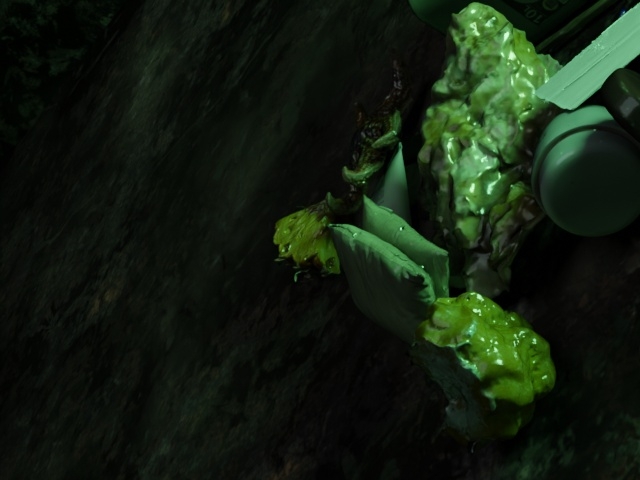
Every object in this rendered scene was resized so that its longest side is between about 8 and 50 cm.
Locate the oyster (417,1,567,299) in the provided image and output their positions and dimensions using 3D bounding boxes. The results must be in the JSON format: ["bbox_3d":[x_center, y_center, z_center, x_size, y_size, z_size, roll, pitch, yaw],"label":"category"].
[{"bbox_3d":[0.179,-0.093,1.817,0.238,0.114,0.351,-28,55,53],"label":"oyster"}]

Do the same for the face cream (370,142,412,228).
[{"bbox_3d":[0.081,-0.018,2.029,0.244,0.058,0.092,-89,22,-54],"label":"face cream"}]

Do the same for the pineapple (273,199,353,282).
[{"bbox_3d":[0.000,0.000,2.175,0.116,0.069,0.137,-53,33,6],"label":"pineapple"}]

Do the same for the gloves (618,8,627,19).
[{"bbox_3d":[0.316,-0.208,1.783,0.086,0.026,0.064,-58,21,10],"label":"gloves"}]

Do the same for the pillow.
[{"bbox_3d":[0.087,0.045,1.826,0.077,0.134,0.181,-24,31,-21],"label":"pillow"}]

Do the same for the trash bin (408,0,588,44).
[{"bbox_3d":[0.269,-0.383,1.910,0.343,0.158,0.223,-35,35,46],"label":"trash bin"}]

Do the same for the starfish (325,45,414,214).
[{"bbox_3d":[0.068,-0.133,2.136,0.216,0.071,0.238,-59,14,5],"label":"starfish"}]

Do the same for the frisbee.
[{"bbox_3d":[0.149,-0.134,2.063,0.187,0.012,0.211,-58,22,12],"label":"frisbee"}]

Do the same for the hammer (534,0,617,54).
[{"bbox_3d":[0.249,-0.215,1.921,0.292,0.029,0.058,-35,40,39],"label":"hammer"}]

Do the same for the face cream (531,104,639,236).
[{"bbox_3d":[0.261,-0.069,1.628,0.117,0.117,0.104,-49,18,27],"label":"face cream"}]

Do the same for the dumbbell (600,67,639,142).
[{"bbox_3d":[0.364,-0.172,1.502,0.225,0.140,0.124,-54,-6,19],"label":"dumbbell"}]

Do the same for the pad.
[{"bbox_3d":[0.316,-0.210,1.687,0.232,0.004,0.156,-40,14,1],"label":"pad"}]

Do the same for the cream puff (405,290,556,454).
[{"bbox_3d":[0.161,0.115,1.616,0.121,0.156,0.156,-17,48,40],"label":"cream puff"}]
